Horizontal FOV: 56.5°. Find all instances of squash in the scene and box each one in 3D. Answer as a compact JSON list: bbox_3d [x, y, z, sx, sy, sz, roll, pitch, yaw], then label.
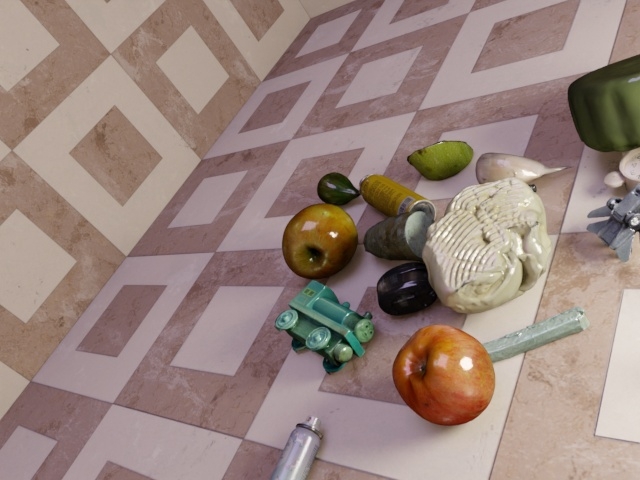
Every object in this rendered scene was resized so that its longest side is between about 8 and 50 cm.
[{"bbox_3d":[0.360,-0.232,1.812,0.191,0.184,0.085,-19,76,32],"label":"squash"}]

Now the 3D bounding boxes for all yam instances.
[{"bbox_3d":[0.209,-0.003,1.600,0.133,0.133,0.330,-49,11,-16],"label":"yam"}]

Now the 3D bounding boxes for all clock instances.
[{"bbox_3d":[0.773,-0.166,1.364,0.229,0.063,0.156,-21,33,21],"label":"clock"}]

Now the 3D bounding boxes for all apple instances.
[{"bbox_3d":[0.248,0.270,1.216,0.209,0.164,0.210,-34,46,46],"label":"apple"},{"bbox_3d":[0.000,0.000,1.786,0.236,0.237,0.207,-24,21,22],"label":"apple"}]

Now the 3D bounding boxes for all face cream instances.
[{"bbox_3d":[0.216,-0.129,1.825,0.105,0.105,0.348,-42,32,-5],"label":"face cream"},{"bbox_3d":[-0.059,0.504,1.336,0.075,0.075,0.229,-6,44,41],"label":"face cream"}]

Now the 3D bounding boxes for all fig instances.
[{"bbox_3d":[0.072,-0.164,2.024,0.177,0.117,0.117,25,67,36],"label":"fig"}]

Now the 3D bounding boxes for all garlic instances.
[{"bbox_3d":[0.522,-0.185,1.590,0.148,0.128,0.266,-49,39,-16],"label":"garlic"}]

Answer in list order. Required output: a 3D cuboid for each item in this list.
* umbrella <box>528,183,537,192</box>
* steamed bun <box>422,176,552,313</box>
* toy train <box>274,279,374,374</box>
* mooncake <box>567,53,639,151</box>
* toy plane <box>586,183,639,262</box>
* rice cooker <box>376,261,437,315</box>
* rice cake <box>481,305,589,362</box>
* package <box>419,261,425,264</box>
[{"bbox_3d":[0.510,-0.117,1.588,0.133,0.031,0.036,-21,35,24],"label":"umbrella"},{"bbox_3d":[0.385,0.027,1.377,0.320,0.206,0.275,-38,47,0],"label":"steamed bun"},{"bbox_3d":[0.014,0.223,1.580,0.194,0.120,0.298,-44,32,-18],"label":"toy train"},{"bbox_3d":[0.762,-0.329,1.383,0.351,0.187,0.351,-20,17,6],"label":"mooncake"},{"bbox_3d":[0.681,-0.090,1.230,0.267,0.088,0.212,-59,26,23],"label":"toy plane"},{"bbox_3d":[0.220,0.124,1.500,0.165,0.112,0.107,-21,42,27],"label":"rice cooker"},{"bbox_3d":[0.437,0.203,1.246,0.245,0.045,0.042,-27,31,19],"label":"rice cake"},{"bbox_3d":[0.323,0.024,1.582,0.131,0.047,0.071,-13,37,37],"label":"package"}]
